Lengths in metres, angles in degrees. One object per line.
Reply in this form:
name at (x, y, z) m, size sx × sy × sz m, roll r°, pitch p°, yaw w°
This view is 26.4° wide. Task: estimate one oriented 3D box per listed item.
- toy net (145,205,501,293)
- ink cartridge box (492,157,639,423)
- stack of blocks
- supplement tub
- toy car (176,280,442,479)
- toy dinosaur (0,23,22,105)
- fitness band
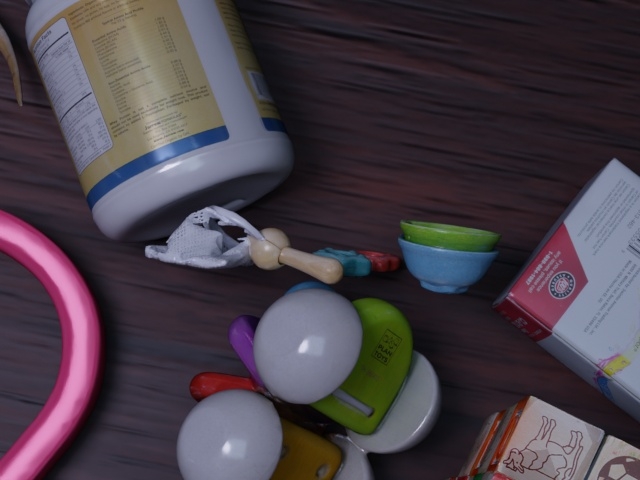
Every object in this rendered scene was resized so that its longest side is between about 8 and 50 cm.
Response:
toy net at (0.000, 0.000, 0.923) m, size 0.232 × 0.122 × 0.045 m, roll 6°, pitch 97°, yaw -6°
ink cartridge box at (0.230, 0.050, 0.956) m, size 0.175 × 0.072 × 0.127 m, roll 39°, pitch 80°, yaw 4°
stack of blocks at (0.104, 0.197, 0.810) m, size 0.087 × 0.297 × 0.171 m, roll 26°, pitch 79°, yaw 4°
supplement tub at (-0.115, -0.113, 0.933) m, size 0.144 × 0.144 × 0.200 m, roll -21°, pitch 81°, yaw -6°
toy car at (-0.020, 0.104, 0.911) m, size 0.182 × 0.159 × 0.136 m, roll -53°, pitch 46°, yaw 1°
toy dinosaur at (-0.282, -0.183, 0.990) m, size 0.211 × 0.064 × 0.112 m, roll 20°, pitch 98°, yaw 10°
fitness band at (-0.281, 0.110, 0.936) m, size 0.209 × 0.054 × 0.291 m, roll 40°, pitch 82°, yaw 2°
